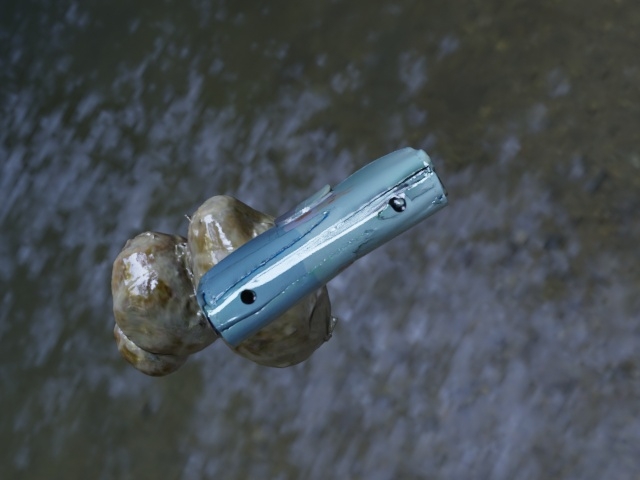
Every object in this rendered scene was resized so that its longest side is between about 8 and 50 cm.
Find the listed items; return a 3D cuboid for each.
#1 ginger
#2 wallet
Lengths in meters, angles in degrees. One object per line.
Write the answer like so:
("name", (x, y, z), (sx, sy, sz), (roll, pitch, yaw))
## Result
("ginger", (-0.147, 0.069, 1.869), (0.304, 0.244, 0.155), (-11, 38, 24))
("wallet", (0.000, 0.000, 1.417), (0.250, 0.075, 0.176), (-33, 6, 1))
